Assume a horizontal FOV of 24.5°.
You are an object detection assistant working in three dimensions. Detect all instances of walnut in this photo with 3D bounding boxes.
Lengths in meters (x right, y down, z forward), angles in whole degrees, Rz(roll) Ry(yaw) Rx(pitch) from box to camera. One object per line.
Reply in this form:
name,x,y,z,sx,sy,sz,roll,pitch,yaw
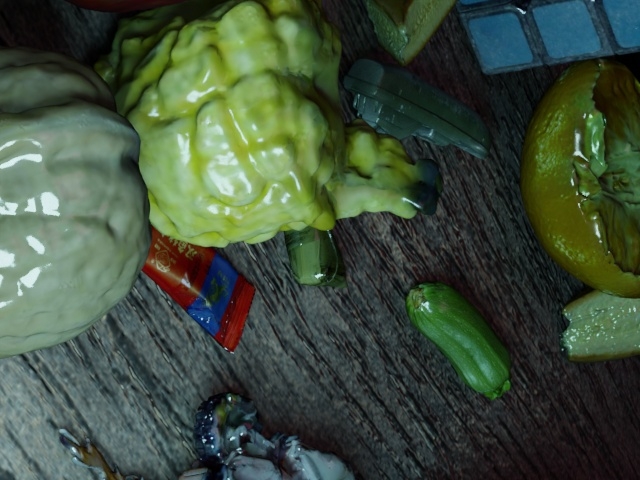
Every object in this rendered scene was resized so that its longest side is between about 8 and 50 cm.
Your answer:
walnut,-0.254,-0.031,1.157,0.248,0.248,0.248,9,78,-51

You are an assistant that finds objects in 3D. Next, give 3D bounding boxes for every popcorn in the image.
popcorn,-0.072,-0.122,1.385,0.293,0.237,0.293,20,62,-45

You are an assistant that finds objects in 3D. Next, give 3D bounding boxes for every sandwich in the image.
sandwich,0.107,-0.297,1.769,0.244,0.088,0.090,-59,138,-42
sandwich,0.445,0.104,2.117,0.236,0.128,0.122,-22,95,-52

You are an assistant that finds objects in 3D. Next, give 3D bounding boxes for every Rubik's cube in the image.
Rubik's cube,0.338,-0.425,1.905,0.304,0.301,0.305,-50,123,-44

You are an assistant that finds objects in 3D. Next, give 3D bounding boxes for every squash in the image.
squash,0.174,0.119,1.809,0.219,0.068,0.077,50,38,-36

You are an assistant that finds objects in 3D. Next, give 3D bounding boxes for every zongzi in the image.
zongzi,0.000,0.000,1.624,0.113,0.052,0.104,9,72,-65

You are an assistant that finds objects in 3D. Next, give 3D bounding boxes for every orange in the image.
orange,0.373,-0.088,1.993,0.262,0.196,0.334,-9,97,-67

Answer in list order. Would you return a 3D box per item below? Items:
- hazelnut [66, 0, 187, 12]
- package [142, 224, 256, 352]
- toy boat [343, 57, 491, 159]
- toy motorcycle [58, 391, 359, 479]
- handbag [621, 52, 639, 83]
hazelnut,-0.156,-0.377,1.227,0.429,0.402,0.402,8,79,-55
package,-0.134,0.025,1.465,0.200,0.022,0.083,46,52,-36
toy boat,0.124,-0.144,1.778,0.260,0.078,0.085,22,92,-47
toy motorcycle,-0.079,0.258,1.420,0.401,0.134,0.207,45,46,-41
handbag,0.569,-0.248,2.357,0.275,0.088,0.244,50,45,-34
